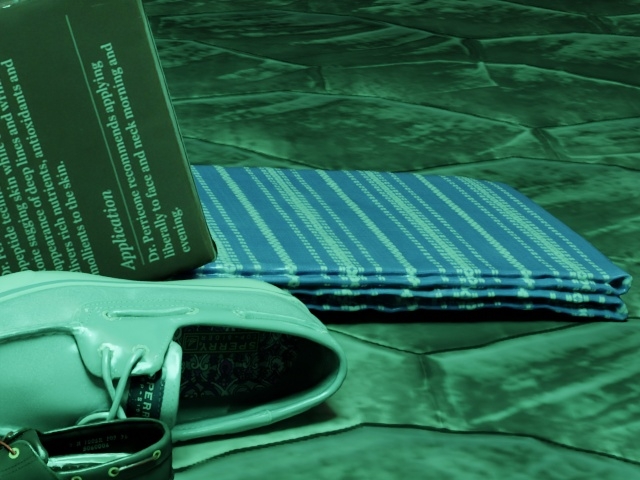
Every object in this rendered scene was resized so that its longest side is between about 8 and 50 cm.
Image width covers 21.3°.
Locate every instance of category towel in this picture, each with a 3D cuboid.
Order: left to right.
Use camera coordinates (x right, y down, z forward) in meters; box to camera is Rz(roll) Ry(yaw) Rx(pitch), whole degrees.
[{"bbox_3d":[0.000,0.000,1.081,0.336,0.040,0.243,1,18,-16],"label":"towel"}]

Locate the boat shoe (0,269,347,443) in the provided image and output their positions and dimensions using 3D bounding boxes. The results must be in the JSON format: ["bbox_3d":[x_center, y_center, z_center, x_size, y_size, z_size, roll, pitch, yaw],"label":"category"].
[{"bbox_3d":[-0.088,0.059,0.810,0.227,0.079,0.081,-4,17,-34],"label":"boat shoe"}]

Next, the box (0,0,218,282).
[{"bbox_3d":[-0.183,-0.058,0.910,0.203,0.168,0.167,-17,23,-8],"label":"box"}]

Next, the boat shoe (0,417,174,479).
[{"bbox_3d":[-0.129,0.100,0.742,0.133,0.042,0.049,-2,23,-16],"label":"boat shoe"}]
